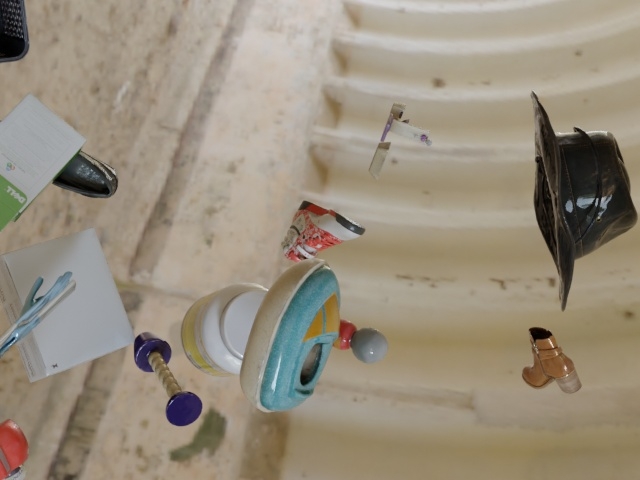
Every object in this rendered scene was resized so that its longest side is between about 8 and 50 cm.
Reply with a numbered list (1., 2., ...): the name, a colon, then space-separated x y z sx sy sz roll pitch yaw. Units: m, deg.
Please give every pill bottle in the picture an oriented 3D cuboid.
1. pill bottle: -0.170 0.186 2.026 0.334 0.187 0.188 157 -54 -69

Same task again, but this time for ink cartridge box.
1. ink cartridge box: -0.449 -0.101 1.414 0.209 0.109 0.062 -55 -168 -26

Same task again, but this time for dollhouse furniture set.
1. dollhouse furniture set: 0.137 -0.154 1.638 0.091 0.081 0.114 -69 180 -55

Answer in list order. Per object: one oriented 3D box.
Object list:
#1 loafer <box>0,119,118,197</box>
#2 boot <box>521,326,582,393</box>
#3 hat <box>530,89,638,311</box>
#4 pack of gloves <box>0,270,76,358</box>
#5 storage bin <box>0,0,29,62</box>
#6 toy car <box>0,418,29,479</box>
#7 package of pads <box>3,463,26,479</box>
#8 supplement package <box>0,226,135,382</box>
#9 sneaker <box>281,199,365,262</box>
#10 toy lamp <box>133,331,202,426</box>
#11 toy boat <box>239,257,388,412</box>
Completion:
1. loafer: -0.437 -0.133 1.609 0.076 0.223 0.078 -61 -163 11
2. boot: 0.513 0.269 2.271 0.073 0.152 0.197 -36 -165 -23
3. hat: 0.389 -0.067 1.427 0.331 0.133 0.331 -10 90 -83
4. pack of gloves: -0.540 0.136 1.764 0.232 0.046 0.195 -46 -178 -20
5. storage bin: -0.458 -0.320 1.263 0.084 0.122 0.180 22 -59 45
6. toy car: -0.417 0.292 0.989 0.053 0.239 0.225 -14 -109 58
7. package of pads: -0.641 0.442 1.570 0.101 0.229 0.296 61 33 -15
8. supplement package: -0.540 0.134 2.046 0.145 0.204 0.262 -23 -93 58
9. sneaker: 0.001 0.000 2.251 0.145 0.090 0.270 -62 -151 -2
10. toy lamp: -0.304 0.260 1.897 0.275 0.080 0.080 -134 -129 -56
11. toy boat: 0.000 0.166 1.672 0.318 0.148 0.268 8 101 -64
